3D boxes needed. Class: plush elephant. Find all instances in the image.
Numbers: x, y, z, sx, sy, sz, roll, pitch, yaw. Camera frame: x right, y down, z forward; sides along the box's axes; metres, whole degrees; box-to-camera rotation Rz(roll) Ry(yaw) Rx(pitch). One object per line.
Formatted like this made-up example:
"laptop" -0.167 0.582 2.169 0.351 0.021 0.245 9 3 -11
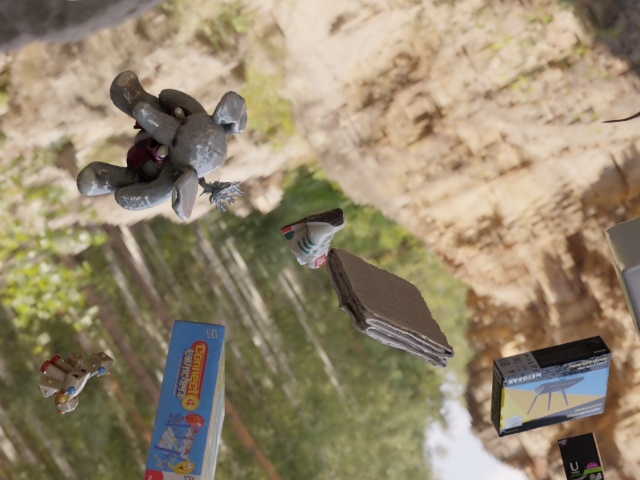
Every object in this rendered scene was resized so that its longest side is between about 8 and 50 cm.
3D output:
"plush elephant" -0.277 -0.180 2.404 0.272 0.330 0.255 -66 -172 -21

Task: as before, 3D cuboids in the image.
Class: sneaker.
"sneaker" 0.000 0.000 1.882 0.057 0.075 0.161 -24 -174 -29

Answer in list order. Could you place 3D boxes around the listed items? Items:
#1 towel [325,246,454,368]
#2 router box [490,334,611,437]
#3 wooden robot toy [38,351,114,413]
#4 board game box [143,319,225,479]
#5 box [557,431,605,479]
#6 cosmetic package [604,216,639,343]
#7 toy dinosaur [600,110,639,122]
"towel" 0.112 0.112 2.146 0.049 0.187 0.282 -58 -160 15
"router box" 0.354 0.226 1.964 0.178 0.133 0.046 -12 -141 -10
"wooden robot toy" -0.390 0.224 1.952 0.079 0.076 0.173 -68 168 20
"board game box" -0.218 0.338 2.077 0.302 0.086 0.308 97 0 -56
"box" 0.435 0.366 2.115 0.062 0.083 0.052 -14 166 12
"cosmetic package" 0.600 0.143 1.691 0.327 0.394 0.329 -18 -173 12
"toy dinosaur" 0.545 -0.241 1.964 0.211 0.064 0.112 -53 -153 -5
